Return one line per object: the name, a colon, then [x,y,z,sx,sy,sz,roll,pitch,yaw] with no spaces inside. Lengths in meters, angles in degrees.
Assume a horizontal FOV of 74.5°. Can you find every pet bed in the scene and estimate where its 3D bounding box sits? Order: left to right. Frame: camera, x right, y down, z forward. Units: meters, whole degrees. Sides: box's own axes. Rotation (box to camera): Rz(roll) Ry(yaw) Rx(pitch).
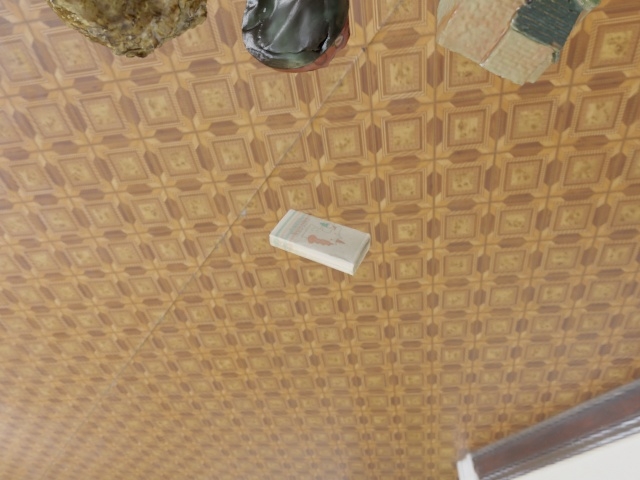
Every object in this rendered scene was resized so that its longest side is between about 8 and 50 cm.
pet bed: [-0.041,-0.366,0.685,0.201,0.053,0.202,-2,85,21]

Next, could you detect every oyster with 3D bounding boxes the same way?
oyster: [-0.380,-0.479,0.836,0.111,0.396,0.204,11,126,56]

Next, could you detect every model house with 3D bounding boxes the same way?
model house: [0.482,-0.589,1.022,0.312,0.245,0.280,21,144,-7]

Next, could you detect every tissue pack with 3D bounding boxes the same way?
tissue pack: [0.000,0.000,0.492,0.108,0.056,0.023,20,137,19]
